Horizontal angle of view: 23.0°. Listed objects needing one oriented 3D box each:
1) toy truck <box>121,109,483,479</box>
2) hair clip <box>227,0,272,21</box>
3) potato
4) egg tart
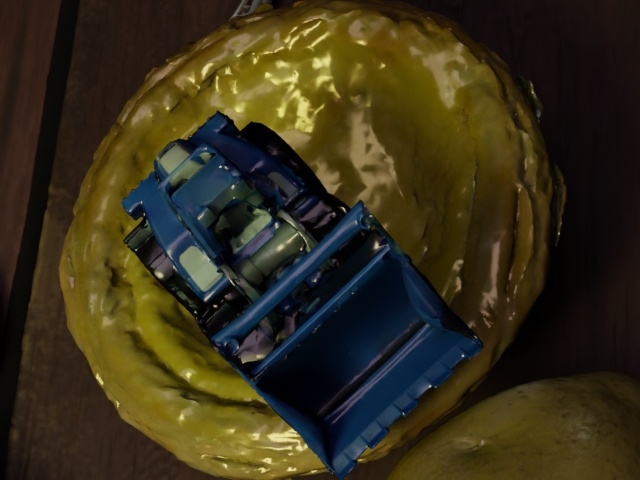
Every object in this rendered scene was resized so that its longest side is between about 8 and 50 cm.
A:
[{"bbox_3d":[-0.022,0.016,0.862,0.113,0.126,0.208,-43,57,-5],"label":"toy truck"},{"bbox_3d":[-0.052,-0.191,1.191,0.039,0.030,0.115,3,67,25],"label":"hair clip"},{"bbox_3d":[0.125,0.159,0.889,0.194,0.157,0.157,-37,56,-17],"label":"potato"},{"bbox_3d":[0.000,0.000,1.014,0.345,0.132,0.345,-10,61,19],"label":"egg tart"}]
